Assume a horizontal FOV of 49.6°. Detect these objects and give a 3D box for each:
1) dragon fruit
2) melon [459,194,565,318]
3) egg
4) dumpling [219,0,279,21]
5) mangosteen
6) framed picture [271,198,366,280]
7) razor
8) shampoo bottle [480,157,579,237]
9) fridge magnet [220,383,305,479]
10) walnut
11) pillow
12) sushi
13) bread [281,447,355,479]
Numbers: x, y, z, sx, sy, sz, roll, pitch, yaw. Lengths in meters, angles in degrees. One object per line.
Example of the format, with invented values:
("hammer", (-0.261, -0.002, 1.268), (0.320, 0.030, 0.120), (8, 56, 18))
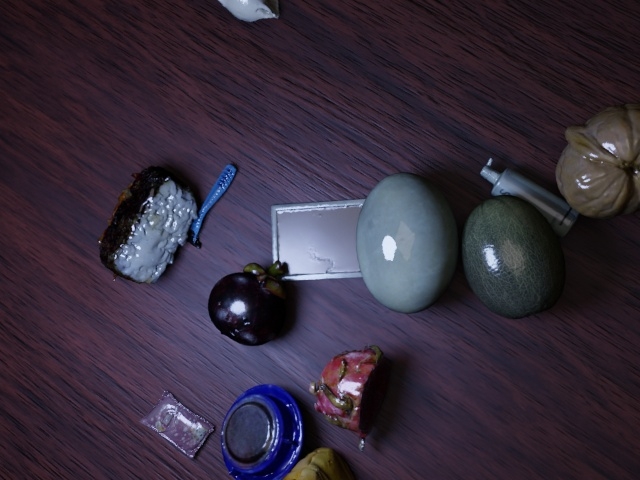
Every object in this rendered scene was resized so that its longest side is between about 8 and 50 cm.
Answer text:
("dragon fruit", (0.073, 0.386, 1.759), (0.147, 0.211, 0.282), (17, 107, 25))
("melon", (0.462, 0.039, 1.688), (0.237, 0.237, 0.302), (-21, 82, 9))
("egg", (0.215, 0.006, 1.729), (0.258, 0.258, 0.352), (2, 90, 12))
("dumpling", (-0.203, -0.692, 1.951), (0.111, 0.181, 0.155), (-25, 45, 43))
("mangosteen", (-0.177, 0.153, 1.835), (0.211, 0.211, 0.250), (27, 71, 12))
("framed picture", (0.000, 0.000, 1.895), (0.273, 0.016, 0.217), (-2, 85, 11))
("razor", (-0.312, -0.102, 1.953), (0.082, 0.042, 0.253), (33, 92, 13))
("shampoo bottle", (0.524, -0.110, 1.761), (0.262, 0.085, 0.085), (34, 93, 12))
("fridge magnet", (-0.159, 0.510, 1.818), (0.265, 0.112, 0.266), (-14, 62, 28))
("walnut", (0.705, -0.186, 1.640), (0.285, 0.285, 0.296), (42, 107, 11))
("pillow", (-0.395, 0.509, 1.923), (0.185, 0.043, 0.118), (34, 87, 9))
("sushi", (-0.480, -0.029, 1.913), (0.182, 0.196, 0.343), (25, 85, 51))
("bread", (-0.011, 0.621, 1.710), (0.132, 0.294, 0.167), (-33, 81, 12))
